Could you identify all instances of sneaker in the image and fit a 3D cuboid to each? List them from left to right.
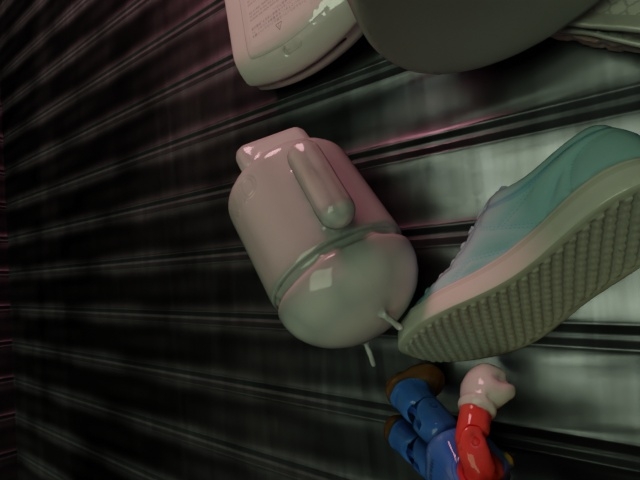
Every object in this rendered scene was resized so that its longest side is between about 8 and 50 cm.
[{"bbox_3d":[0.227,0.021,0.502,0.366,0.135,0.150,-47,24,37],"label":"sneaker"}]

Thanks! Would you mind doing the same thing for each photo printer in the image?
[{"bbox_3d":[-0.048,-0.424,0.695,0.256,0.107,0.307,-16,81,35],"label":"photo printer"}]

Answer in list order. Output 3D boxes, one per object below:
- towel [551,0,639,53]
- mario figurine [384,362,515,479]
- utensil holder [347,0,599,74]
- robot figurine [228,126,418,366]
[{"bbox_3d":[0.419,-0.325,0.386,0.332,0.053,0.317,32,108,31],"label":"towel"},{"bbox_3d":[0.193,0.267,0.445,0.170,0.198,0.320,-37,20,-4],"label":"mario figurine"},{"bbox_3d":[0.124,-0.418,0.409,0.328,0.328,0.385,-29,67,33],"label":"utensil holder"},{"bbox_3d":[0.000,0.000,0.588,0.200,0.300,0.353,-26,62,-11],"label":"robot figurine"}]
